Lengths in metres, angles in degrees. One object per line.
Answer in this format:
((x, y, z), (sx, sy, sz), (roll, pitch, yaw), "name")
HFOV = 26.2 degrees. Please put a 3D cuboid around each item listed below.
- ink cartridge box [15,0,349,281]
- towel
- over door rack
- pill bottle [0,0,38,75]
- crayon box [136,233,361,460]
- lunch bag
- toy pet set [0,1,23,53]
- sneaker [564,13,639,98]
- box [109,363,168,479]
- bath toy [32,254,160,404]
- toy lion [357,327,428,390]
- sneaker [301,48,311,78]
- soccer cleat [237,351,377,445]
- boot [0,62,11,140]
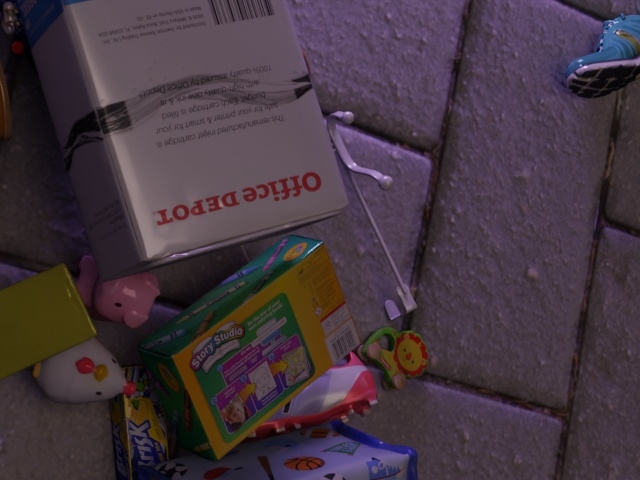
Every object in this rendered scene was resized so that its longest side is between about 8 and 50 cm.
((-0.171, -0.176, 1.662), (0.285, 0.166, 0.395), (-15, 87, -29), "ink cartridge box")
((-0.400, 0.120, 1.681), (0.237, 0.021, 0.102), (-25, 91, -1), "towel")
((0.000, 0.000, 1.941), (0.239, 0.108, 0.324), (-23, 97, -29), "over door rack")
((-0.335, -0.283, 1.765), (0.122, 0.122, 0.219), (-35, 102, -28), "pill bottle")
((-0.087, 0.134, 1.785), (0.278, 0.081, 0.165), (-36, 120, -31), "crayon box")
((-0.057, 0.459, 1.787), (0.327, 0.239, 0.386), (-9, 103, -32), "lunch bag")
((-0.428, -0.280, 1.652), (0.122, 0.065, 0.114), (-11, 114, -30), "toy pet set")
((0.496, -0.315, 2.277), (0.275, 0.107, 0.110), (-25, 79, -34), "sneaker")
((-0.239, 0.248, 1.811), (0.059, 0.054, 0.169), (-4, 87, -31), "box")
((-0.249, 0.052, 1.758), (0.129, 0.151, 0.348), (19, 77, 7), "bath toy")
((0.114, 0.168, 2.038), (0.100, 0.034, 0.096), (51, 57, -16), "toy lion")
((-0.158, -0.192, 1.854), (0.296, 0.131, 0.112), (-16, 101, -34), "sneaker")
((-0.035, 0.227, 1.927), (0.248, 0.083, 0.095), (-14, 63, -25), "soccer cleat")
((-0.516, -0.235, 1.681), (0.211, 0.104, 0.295), (-21, 93, -24), "boot")
